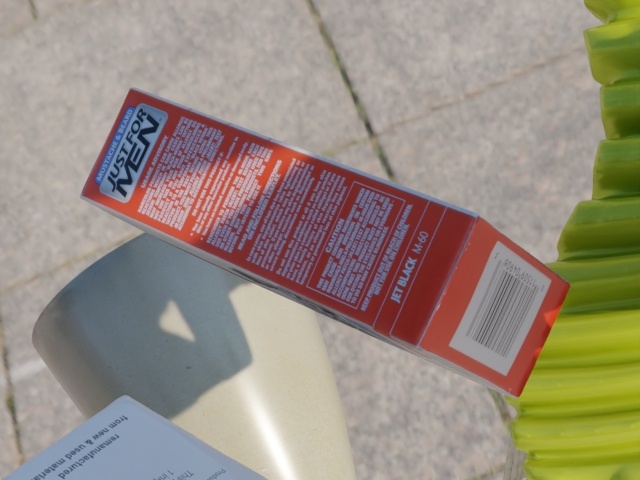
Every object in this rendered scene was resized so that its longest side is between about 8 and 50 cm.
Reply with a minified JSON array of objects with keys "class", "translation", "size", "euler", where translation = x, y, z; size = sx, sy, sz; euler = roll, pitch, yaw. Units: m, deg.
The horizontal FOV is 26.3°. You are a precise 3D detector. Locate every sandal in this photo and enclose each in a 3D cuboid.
[{"class":"sandal","translation":[0.185,-0.003,0.662],"size":[0.126,0.138,0.317],"euler":[5,73,43]}]

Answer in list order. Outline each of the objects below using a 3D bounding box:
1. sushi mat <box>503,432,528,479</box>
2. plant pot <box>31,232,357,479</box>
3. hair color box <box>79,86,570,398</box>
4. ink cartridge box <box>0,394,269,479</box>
[{"class":"sushi mat","translation":[0.234,0.171,1.190],"size":[0.151,0.316,0.019],"euler":[-16,89,9]},{"class":"plant pot","translation":[-0.084,0.149,1.240],"size":[0.256,0.256,0.274],"euler":[-29,72,-7]},{"class":"hair color box","translation":[0.000,0.000,0.528],"size":[0.167,0.093,0.053],"euler":[24,87,35]},{"class":"ink cartridge box","translation":[-0.036,0.233,0.651],"size":[0.273,0.198,0.115],"euler":[27,32,20]}]
